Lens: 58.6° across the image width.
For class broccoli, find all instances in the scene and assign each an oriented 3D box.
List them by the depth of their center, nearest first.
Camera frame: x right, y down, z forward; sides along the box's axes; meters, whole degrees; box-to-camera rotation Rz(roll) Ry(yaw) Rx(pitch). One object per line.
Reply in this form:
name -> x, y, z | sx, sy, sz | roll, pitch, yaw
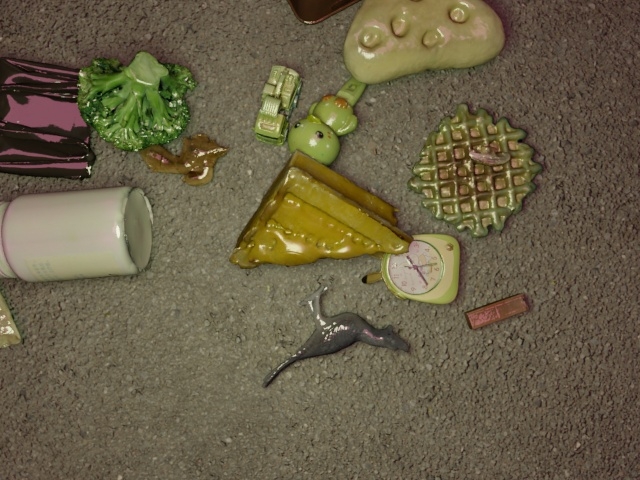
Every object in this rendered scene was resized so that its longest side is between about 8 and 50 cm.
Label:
broccoli -> -0.437, -0.344, 1.353 | 0.269, 0.242, 0.261 | 34, 64, -18

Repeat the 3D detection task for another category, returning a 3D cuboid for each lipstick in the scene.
lipstick -> 0.430, 0.173, 1.396 | 0.146, 0.045, 0.045 | -19, 88, 1

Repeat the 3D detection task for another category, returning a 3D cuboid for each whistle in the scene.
whistle -> 0.016, -0.296, 1.386 | 0.141, 0.141, 0.294 | 27, 86, 2

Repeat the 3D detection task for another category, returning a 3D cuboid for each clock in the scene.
clock -> 0.220, 0.065, 1.393 | 0.232, 0.069, 0.169 | 5, 87, 2

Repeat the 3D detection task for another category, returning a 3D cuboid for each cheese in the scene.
cheese -> 0.235, -0.485, 1.392 | 0.351, 0.129, 0.328 | 39, 82, 4

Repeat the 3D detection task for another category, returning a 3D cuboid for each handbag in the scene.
handbag -> -0.679, -0.298, 1.411 | 0.257, 0.113, 0.285 | 6, 86, -6

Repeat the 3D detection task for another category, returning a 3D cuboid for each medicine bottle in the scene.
medicine bottle -> -0.604, -0.011, 1.335 | 0.379, 0.213, 0.213 | -4, 86, 0

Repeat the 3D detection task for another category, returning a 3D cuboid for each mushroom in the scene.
mushroom -> 0.408, -0.203, 1.376 | 0.101, 0.019, 0.049 | 4, 84, 0

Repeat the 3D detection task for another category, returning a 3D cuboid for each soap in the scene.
soap -> 0.000, 0.000, 1.366 | 0.339, 0.169, 0.304 | 30, 121, -13

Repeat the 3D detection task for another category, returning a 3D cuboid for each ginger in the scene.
ginger -> -0.342, -0.214, 1.425 | 0.214, 0.059, 0.132 | 21, 94, 4

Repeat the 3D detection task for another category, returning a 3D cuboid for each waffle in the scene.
waffle -> 0.383, -0.170, 1.411 | 0.292, 0.056, 0.309 | 35, 85, 3

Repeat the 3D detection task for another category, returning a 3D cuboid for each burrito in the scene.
burrito -> -0.813, 0.163, 1.402 | 0.087, 0.060, 0.225 | -31, 85, -6

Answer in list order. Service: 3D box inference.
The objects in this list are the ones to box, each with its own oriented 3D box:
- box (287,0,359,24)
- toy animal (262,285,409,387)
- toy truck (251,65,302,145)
box -> -0.015, -0.750, 1.367 | 0.240, 0.229, 0.339 | -28, 88, -3
toy animal -> 0.010, 0.215, 1.380 | 0.367, 0.081, 0.205 | -15, 84, 4
toy truck -> -0.106, -0.338, 1.398 | 0.085, 0.116, 0.191 | 17, 86, 3
